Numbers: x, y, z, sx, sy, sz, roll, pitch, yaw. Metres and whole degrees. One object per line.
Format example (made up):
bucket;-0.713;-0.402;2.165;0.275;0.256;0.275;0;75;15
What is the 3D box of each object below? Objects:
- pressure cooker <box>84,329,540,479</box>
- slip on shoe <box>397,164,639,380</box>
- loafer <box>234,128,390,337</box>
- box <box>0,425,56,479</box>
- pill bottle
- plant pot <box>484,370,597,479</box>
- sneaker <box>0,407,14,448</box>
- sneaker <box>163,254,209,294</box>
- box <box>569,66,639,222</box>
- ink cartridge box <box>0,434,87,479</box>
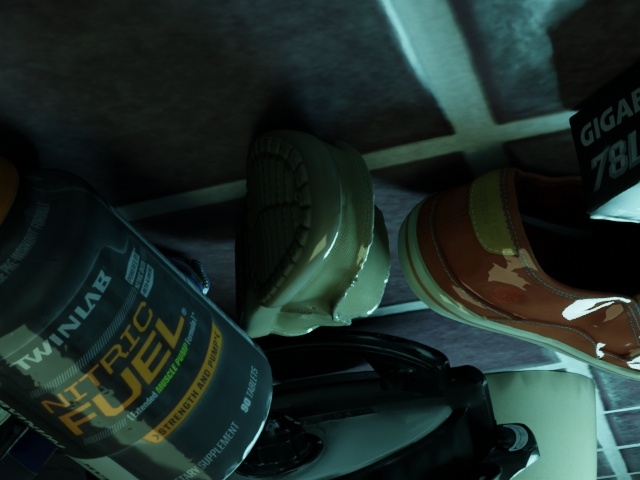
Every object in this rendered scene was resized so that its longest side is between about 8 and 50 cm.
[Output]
pressure cooker;0.000;0.291;1.059;0.370;0.420;0.375;-20;-169;-40
slip on shoe;0.210;0.022;0.794;0.331;0.123;0.101;14;148;-31
loafer;0.000;0.000;0.709;0.092;0.102;0.268;-3;168;-10
box;-0.258;0.188;1.006;0.036;0.136;0.225;38;124;-5
pill bottle;-0.146;0.047;0.679;0.130;0.130;0.245;-18;134;29
plant pot;0.211;0.315;1.331;0.256;0.274;0.256;-5;159;-2
sneaker;-0.291;0.115;0.931;0.319;0.127;0.208;-36;175;21
sneaker;-0.107;0.110;0.846;0.087;0.221;0.083;-13;-156;-18
box;0.338;-0.081;0.606;0.295;0.073;0.293;5;156;-25
ink cartridge box;-0.231;0.291;1.279;0.296;0.066;0.261;14;-178;-42
